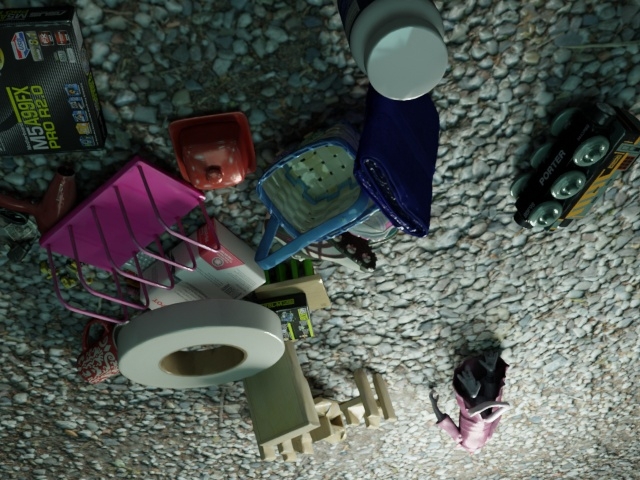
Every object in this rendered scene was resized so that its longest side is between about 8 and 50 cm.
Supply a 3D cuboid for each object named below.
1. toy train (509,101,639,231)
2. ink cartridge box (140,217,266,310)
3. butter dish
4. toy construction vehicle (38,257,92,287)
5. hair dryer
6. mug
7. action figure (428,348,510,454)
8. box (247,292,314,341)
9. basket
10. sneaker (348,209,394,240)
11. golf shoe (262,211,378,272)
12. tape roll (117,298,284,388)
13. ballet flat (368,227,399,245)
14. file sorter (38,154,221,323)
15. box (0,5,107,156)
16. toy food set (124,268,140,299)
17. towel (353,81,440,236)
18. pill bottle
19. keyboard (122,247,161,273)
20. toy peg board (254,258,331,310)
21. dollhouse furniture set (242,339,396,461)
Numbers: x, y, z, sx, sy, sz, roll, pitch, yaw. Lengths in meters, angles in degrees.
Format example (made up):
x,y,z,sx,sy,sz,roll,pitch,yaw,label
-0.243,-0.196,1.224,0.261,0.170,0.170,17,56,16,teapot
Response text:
x,y,z,sx,sy,sz,roll,pitch,yaw,label
0.556,-0.150,1.475,0.190,0.142,0.334,3,134,-25,toy train
-0.274,0.086,1.575,0.237,0.100,0.172,-35,129,15,ink cartridge box
-0.211,-0.158,1.352,0.160,0.118,0.160,-8,135,-1,butter dish
-0.590,0.079,1.578,0.086,0.035,0.098,-21,133,11,toy construction vehicle
-0.612,-0.063,1.408,0.293,0.080,0.223,-27,131,16,hair dryer
-0.544,0.275,1.747,0.169,0.150,0.113,-33,166,27,mug
0.478,0.520,2.024,0.248,0.276,0.370,-6,121,-12,action figure
-0.114,0.202,1.695,0.184,0.045,0.191,-12,149,-1,box
-0.008,-0.085,1.321,0.254,0.289,0.201,-29,122,26,basket
0.141,-0.079,1.477,0.252,0.103,0.111,-16,127,-35,sneaker
0.000,0.000,1.521,0.273,0.105,0.120,33,125,-5,golf shoe
-0.279,0.253,1.610,0.392,0.072,0.392,-8,150,-5,tape roll
0.079,-0.009,1.589,0.213,0.072,0.068,-13,162,4,ballet flat
-0.382,0.014,1.389,0.290,0.182,0.202,-37,147,15,file sorter
-0.522,-0.279,1.227,0.216,0.060,0.270,-4,134,-6,box
-0.437,0.105,1.637,0.078,0.019,0.122,-7,134,-2,toy food set
0.143,-0.183,1.265,0.076,0.308,0.228,-11,137,30,towel
0.116,-0.353,1.113,0.153,0.265,0.153,-5,134,-5,pill bottle
-0.385,0.067,1.603,0.256,0.014,0.072,32,109,-33,keyboard
-0.069,0.112,1.677,0.161,0.079,0.161,-12,150,5,toy peg board
-0.045,0.441,1.936,0.362,0.256,0.394,-27,153,17,dollhouse furniture set
